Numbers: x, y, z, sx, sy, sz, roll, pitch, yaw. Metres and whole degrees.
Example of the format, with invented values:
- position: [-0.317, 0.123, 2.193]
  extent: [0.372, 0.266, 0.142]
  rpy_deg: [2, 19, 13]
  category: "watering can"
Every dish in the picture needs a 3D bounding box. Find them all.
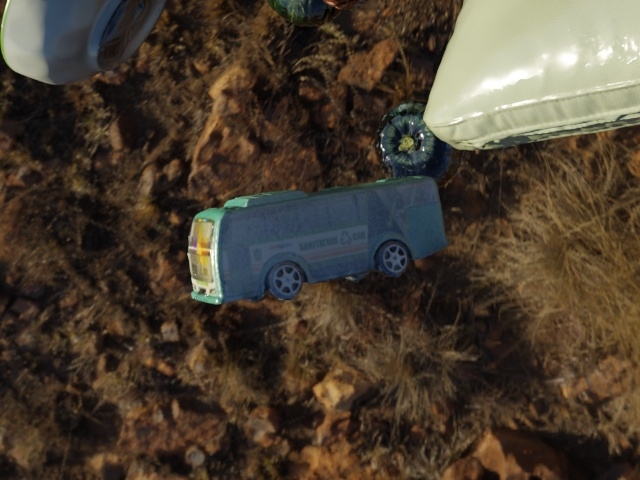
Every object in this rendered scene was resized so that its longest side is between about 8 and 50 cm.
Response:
- position: [-0.305, -0.345, 1.197]
  extent: [0.124, 0.324, 0.324]
  rpy_deg: [36, 116, 0]
  category: "dish"

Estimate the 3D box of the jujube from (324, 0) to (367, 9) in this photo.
- position: [0.014, -0.314, 0.759]
  extent: [0.168, 0.236, 0.168]
  rpy_deg: [-3, 70, 10]
  category: "jujube"

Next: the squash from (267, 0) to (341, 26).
- position: [-0.031, -0.591, 1.852]
  extent: [0.218, 0.172, 0.218]
  rpy_deg: [-3, 80, 15]
  category: "squash"

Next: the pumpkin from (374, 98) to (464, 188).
- position: [0.244, -0.232, 2.036]
  extent: [0.233, 0.163, 0.233]
  rpy_deg: [1, 91, 31]
  category: "pumpkin"

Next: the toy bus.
- position: [0.000, 0.000, 0.806]
  extent: [0.261, 0.091, 0.109]
  rpy_deg: [-11, 95, -29]
  category: "toy bus"

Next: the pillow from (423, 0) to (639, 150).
- position: [0.225, -0.182, 0.525]
  extent: [0.119, 0.255, 0.322]
  rpy_deg: [32, 156, -36]
  category: "pillow"
